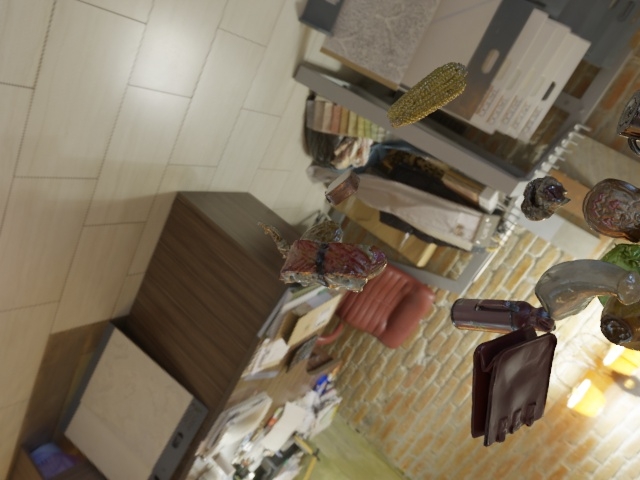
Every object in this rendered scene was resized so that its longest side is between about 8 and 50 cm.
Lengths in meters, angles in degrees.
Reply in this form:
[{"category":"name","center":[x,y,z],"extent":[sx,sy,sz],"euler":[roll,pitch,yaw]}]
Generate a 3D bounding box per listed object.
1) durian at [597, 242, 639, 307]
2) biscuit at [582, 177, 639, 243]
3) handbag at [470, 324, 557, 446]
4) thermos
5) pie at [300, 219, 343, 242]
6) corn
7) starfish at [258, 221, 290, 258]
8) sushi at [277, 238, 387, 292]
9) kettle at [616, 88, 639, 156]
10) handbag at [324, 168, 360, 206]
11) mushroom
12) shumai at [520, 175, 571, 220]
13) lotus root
[{"category":"durian","center":[1.166,0.172,1.796],"extent":[0.340,0.204,0.255],"euler":[32,96,-34]},{"category":"biscuit","center":[1.107,-0.103,1.756],"extent":[0.049,0.257,0.273],"euler":[-43,139,-20]},{"category":"handbag","center":[0.503,0.376,1.241],"extent":[0.260,0.084,0.275],"euler":[-11,108,-32]},{"category":"thermos","center":[0.574,0.231,1.507],"extent":[0.110,0.136,0.330],"euler":[-27,-169,-33]},{"category":"pie","center":[0.000,0.000,1.835],"extent":[0.194,0.163,0.079],"euler":[-28,115,9]},{"category":"corn","center":[0.405,-0.543,1.780],"extent":[0.347,0.130,0.130],"euler":[-35,156,4]},{"category":"starfish","center":[-0.155,0.018,1.775],"extent":[0.062,0.235,0.277],"euler":[-32,147,-7]},{"category":"sushi","center":[0.024,0.069,1.292],"extent":[0.130,0.332,0.124],"euler":[55,46,-54]},{"category":"kettle","center":[1.082,-0.351,1.494],"extent":[0.144,0.232,0.202],"euler":[-35,143,-69]},{"category":"handbag","center":[0.092,-0.225,2.017],"extent":[0.151,0.072,0.193],"euler":[-36,-165,23]},{"category":"mushroom","center":[0.514,0.091,0.937],"extent":[0.103,0.118,0.270],"euler":[-40,168,-10]},{"category":"shumai","center":[0.983,-0.182,2.014],"extent":[0.218,0.185,0.183],"euler":[-22,104,-29]},{"category":"lotus root","center":[0.800,0.203,1.164],"extent":[0.180,0.199,0.188],"euler":[-18,114,-16]}]
